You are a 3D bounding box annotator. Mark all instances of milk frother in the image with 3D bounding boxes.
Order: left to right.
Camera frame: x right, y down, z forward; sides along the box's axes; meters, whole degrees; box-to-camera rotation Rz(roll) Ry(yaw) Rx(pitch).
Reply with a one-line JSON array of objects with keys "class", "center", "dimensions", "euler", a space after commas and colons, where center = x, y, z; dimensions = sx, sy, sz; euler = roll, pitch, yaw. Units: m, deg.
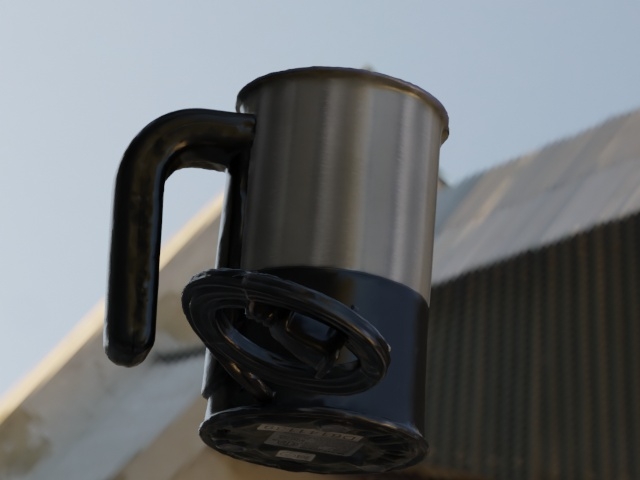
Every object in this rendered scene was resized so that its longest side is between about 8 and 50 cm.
[{"class": "milk frother", "center": [0.000, 0.000, 0.687], "dimensions": [0.129, 0.135, 0.143], "euler": [16, -23, -28]}]
